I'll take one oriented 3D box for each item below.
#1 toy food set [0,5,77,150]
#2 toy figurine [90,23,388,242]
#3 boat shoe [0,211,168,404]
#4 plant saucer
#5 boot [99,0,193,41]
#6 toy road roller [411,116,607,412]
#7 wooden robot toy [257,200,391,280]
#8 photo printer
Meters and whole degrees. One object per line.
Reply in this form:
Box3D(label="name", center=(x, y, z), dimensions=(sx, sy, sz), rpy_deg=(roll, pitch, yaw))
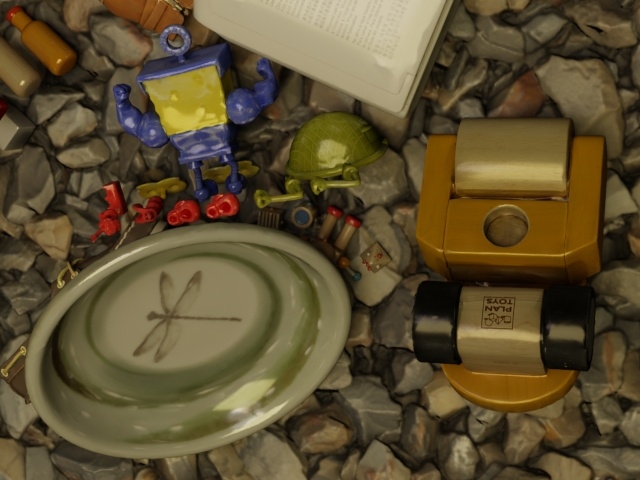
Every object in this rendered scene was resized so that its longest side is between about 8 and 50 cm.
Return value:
Box3D(label="toy food set", center=(-0.421, -0.178, 1.931), dimensions=(0.104, 0.111, 0.232), rpy_deg=(44, 112, 14))
Box3D(label="toy figurine", center=(-0.126, -0.152, 1.805), dimensions=(0.362, 0.191, 0.217), rpy_deg=(-11, 105, 17))
Box3D(label="boat shoe", center=(-0.306, 0.084, 1.964), dimensions=(0.097, 0.116, 0.324), rpy_deg=(36, 116, 1))
Box3D(label="plant saucer", center=(-0.164, 0.103, 1.864), dimensions=(0.400, 0.100, 0.400), rpy_deg=(-12, 137, -11))
Box3D(label="boot", center=(-0.190, -0.352, 1.850), dimensions=(0.152, 0.073, 0.197), rpy_deg=(34, 110, -2))
Box3D(label="toy road roller", center=(0.227, 0.038, 1.793), dimensions=(0.202, 0.240, 0.329), rpy_deg=(2, 67, 15))
Box3D(label="wooden robot toy", center=(0.000, 0.000, 1.878), dimensions=(0.173, 0.079, 0.076), rpy_deg=(27, 109, 6))
Box3D(label="photo printer", center=(0.011, -0.314, 1.779), dimensions=(0.307, 0.107, 0.256), rpy_deg=(24, 109, 8))
